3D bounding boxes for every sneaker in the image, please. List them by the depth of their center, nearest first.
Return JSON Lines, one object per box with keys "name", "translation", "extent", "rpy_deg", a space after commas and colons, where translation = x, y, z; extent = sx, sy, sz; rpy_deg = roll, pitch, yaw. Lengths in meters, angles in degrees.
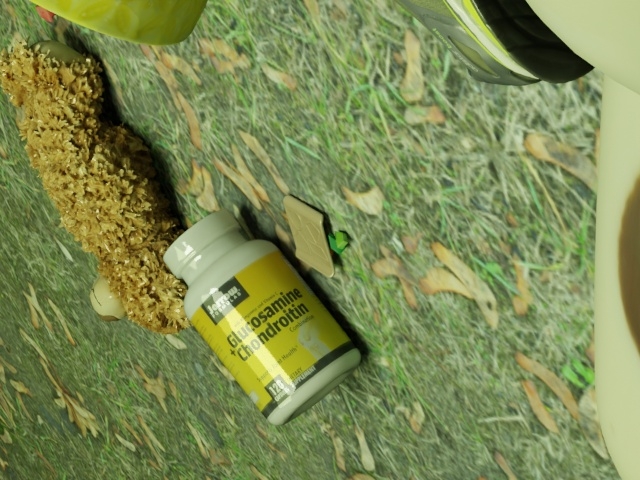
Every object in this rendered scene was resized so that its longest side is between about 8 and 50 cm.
{"name": "sneaker", "translation": [0.048, -0.206, 0.943], "extent": [0.300, 0.111, 0.121], "rpy_deg": [58, 159, 0]}

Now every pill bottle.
{"name": "pill bottle", "translation": [-0.056, 0.066, 1.454], "extent": [0.184, 0.103, 0.103], "rpy_deg": [51, 155, 9]}

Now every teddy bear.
{"name": "teddy bear", "translation": [-0.227, -0.049, 1.615], "extent": [0.245, 0.113, 0.338], "rpy_deg": [18, 136, 56]}

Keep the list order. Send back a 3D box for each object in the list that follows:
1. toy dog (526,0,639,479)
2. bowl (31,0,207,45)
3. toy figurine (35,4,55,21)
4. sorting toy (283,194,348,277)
{"name": "toy dog", "translation": [0.172, -0.065, 0.538], "extent": [0.284, 0.395, 0.408], "rpy_deg": [42, 168, 46]}
{"name": "bowl", "translation": [-0.170, -0.284, 1.135], "extent": [0.289, 0.289, 0.156], "rpy_deg": [45, 110, 22]}
{"name": "toy figurine", "translation": [-0.345, -0.314, 1.377], "extent": [0.191, 0.217, 0.363], "rpy_deg": [13, 133, 55]}
{"name": "sorting toy", "translation": [0.000, 0.000, 1.382], "extent": [0.083, 0.012, 0.062], "rpy_deg": [32, 141, 48]}
